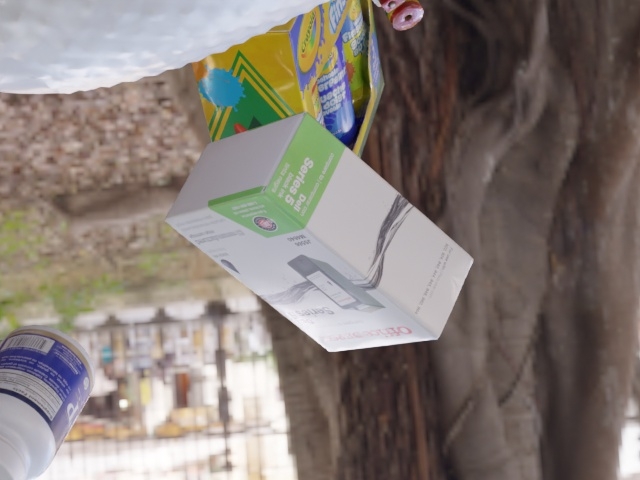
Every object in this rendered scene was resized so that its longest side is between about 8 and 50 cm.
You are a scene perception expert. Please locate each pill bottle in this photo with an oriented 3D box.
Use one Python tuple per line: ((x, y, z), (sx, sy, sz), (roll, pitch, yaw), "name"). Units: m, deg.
((-0.311, 0.181, 1.345), (0.112, 0.112, 0.187), (-6, -150, 18), "pill bottle")

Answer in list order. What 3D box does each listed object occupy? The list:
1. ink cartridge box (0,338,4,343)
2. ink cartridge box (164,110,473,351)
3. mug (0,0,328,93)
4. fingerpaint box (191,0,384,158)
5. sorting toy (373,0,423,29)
((-0.471, 0.221, 1.953), (0.062, 0.109, 0.209), (-20, 170, -27), "ink cartridge box")
((0.000, 0.000, 1.456), (0.273, 0.115, 0.198), (40, 151, -25), "ink cartridge box")
((-0.131, -0.259, 0.998), (0.328, 0.276, 0.374), (-26, -178, 6), "mug")
((-0.033, -0.273, 2.027), (0.163, 0.371, 0.445), (1, -141, 16), "fingerpaint box")
((0.100, -0.352, 1.640), (0.132, 0.046, 0.274), (-34, 150, 13), "sorting toy")
